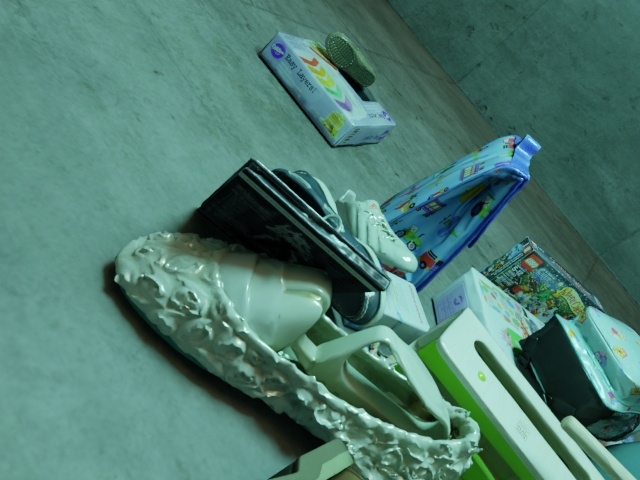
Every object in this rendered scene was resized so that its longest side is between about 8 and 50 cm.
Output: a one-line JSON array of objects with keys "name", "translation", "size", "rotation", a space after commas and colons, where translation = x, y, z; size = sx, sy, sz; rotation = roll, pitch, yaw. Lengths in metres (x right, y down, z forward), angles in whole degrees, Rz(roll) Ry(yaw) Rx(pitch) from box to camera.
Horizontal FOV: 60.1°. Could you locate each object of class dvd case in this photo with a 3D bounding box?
[{"name": "dvd case", "translation": [-0.040, -0.001, 0.570], "size": [0.164, 0.221, 0.018], "rotation": [41, 71, -13]}]

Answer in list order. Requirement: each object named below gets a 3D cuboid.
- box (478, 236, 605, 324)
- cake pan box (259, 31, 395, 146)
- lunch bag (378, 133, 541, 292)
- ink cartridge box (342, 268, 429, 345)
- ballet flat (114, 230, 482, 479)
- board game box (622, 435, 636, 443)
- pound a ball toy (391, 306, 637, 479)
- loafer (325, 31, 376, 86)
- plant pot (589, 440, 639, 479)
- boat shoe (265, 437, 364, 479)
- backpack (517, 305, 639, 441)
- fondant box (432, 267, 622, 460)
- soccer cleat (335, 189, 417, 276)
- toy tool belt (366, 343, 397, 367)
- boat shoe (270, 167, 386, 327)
[{"name": "box", "translation": [0.417, 0.113, 1.083], "size": [0.233, 0.159, 0.044], "rotation": [35, 31, -22]}, {"name": "cake pan box", "translation": [0.028, -0.312, 1.166], "size": [0.246, 0.070, 0.267], "rotation": [55, 28, 8]}, {"name": "lunch bag", "translation": [0.216, -0.067, 0.884], "size": [0.138, 0.293, 0.221], "rotation": [47, 29, -1]}, {"name": "ink cartridge box", "translation": [0.084, 0.087, 0.764], "size": [0.122, 0.052, 0.089], "rotation": [25, 36, -33]}, {"name": "ballet flat", "translation": [0.000, 0.104, 0.544], "size": [0.409, 0.147, 0.147], "rotation": [41, 29, -12]}, {"name": "board game box", "translation": [0.573, 0.335, 1.157], "size": [0.136, 0.035, 0.201], "rotation": [28, 35, -33]}, {"name": "pound a ball toy", "translation": [0.249, 0.225, 0.644], "size": [0.319, 0.208, 0.135], "rotation": [52, 40, 8]}, {"name": "loafer", "translation": [0.061, -0.391, 1.189], "size": [0.148, 0.056, 0.050], "rotation": [41, 26, -36]}, {"name": "plant pot", "translation": [0.444, 0.381, 0.720], "size": [0.290, 0.290, 0.195], "rotation": [19, 3, -42]}, {"name": "boat shoe", "translation": [-0.045, 0.222, 0.356], "size": [0.307, 0.110, 0.104], "rotation": [-2, 55, -55]}, {"name": "backpack", "translation": [0.395, 0.192, 0.780], "size": [0.188, 0.144, 0.166], "rotation": [29, 30, -36]}, {"name": "fondant box", "translation": [0.339, 0.227, 0.901], "size": [0.330, 0.096, 0.238], "rotation": [36, 31, -23]}, {"name": "soccer cleat", "translation": [0.070, -0.016, 0.773], "size": [0.068, 0.076, 0.196], "rotation": [26, 6, -39]}, {"name": "toy tool belt", "translation": [0.048, 0.138, 0.648], "size": [0.083, 0.052, 0.051], "rotation": [23, 36, 12]}, {"name": "boat shoe", "translation": [0.000, 0.000, 0.710], "size": [0.079, 0.095, 0.255], "rotation": [17, 40, -46]}]
